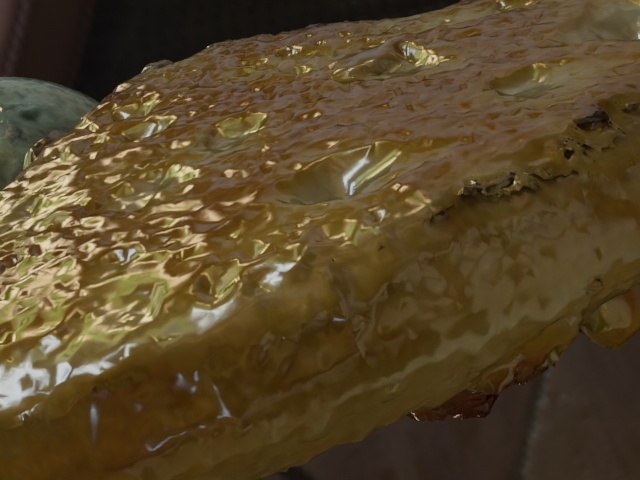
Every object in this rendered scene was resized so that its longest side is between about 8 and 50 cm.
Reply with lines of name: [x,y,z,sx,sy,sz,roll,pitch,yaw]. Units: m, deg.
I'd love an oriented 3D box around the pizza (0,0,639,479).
pizza: [0.000,0.000,0.649,0.278,0.409,0.114,6,117,56]

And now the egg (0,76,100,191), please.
egg: [-0.147,-0.006,0.866,0.172,0.132,0.132,1,106,34]
